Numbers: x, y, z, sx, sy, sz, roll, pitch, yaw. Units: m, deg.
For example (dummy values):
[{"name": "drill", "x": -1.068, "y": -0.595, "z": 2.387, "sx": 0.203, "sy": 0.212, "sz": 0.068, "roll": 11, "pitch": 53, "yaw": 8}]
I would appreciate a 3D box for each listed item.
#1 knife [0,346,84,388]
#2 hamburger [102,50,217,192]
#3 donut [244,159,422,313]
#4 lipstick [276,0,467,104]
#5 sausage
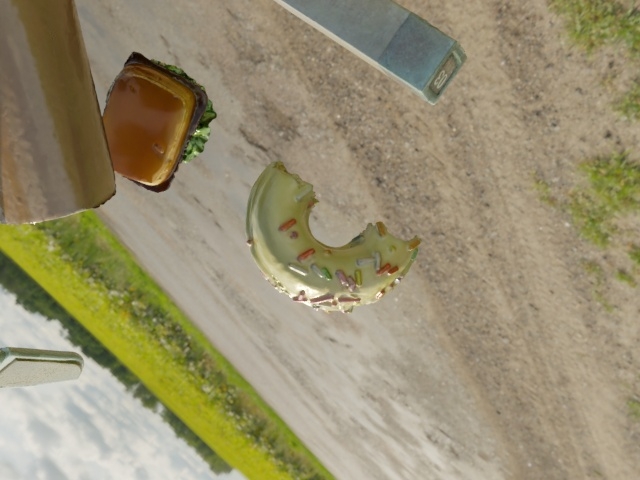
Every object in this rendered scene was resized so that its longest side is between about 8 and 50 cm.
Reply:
[{"name": "knife", "x": -0.342, "y": 0.132, "z": 0.734, "sx": 0.027, "sy": 0.061, "sz": 0.343, "roll": 49, "pitch": -178, "yaw": 17}, {"name": "hamburger", "x": -0.210, "y": -0.146, "z": 0.889, "sx": 0.137, "sy": 0.166, "sz": 0.087, "roll": 30, "pitch": -155, "yaw": -5}, {"name": "donut", "x": 0.000, "y": 0.005, "z": 0.629, "sx": 0.165, "sy": 0.108, "sz": 0.065, "roll": 32, "pitch": 168, "yaw": -1}, {"name": "lipstick", "x": 0.014, "y": -0.309, "z": 0.900, "sx": 0.371, "sy": 0.076, "sz": 0.079, "roll": 39, "pitch": -168, "yaw": 20}, {"name": "sausage", "x": -0.262, "y": -0.145, "z": 0.607, "sx": 0.123, "sy": 0.123, "sz": 0.253, "roll": 26, "pitch": 131, "yaw": 41}]
